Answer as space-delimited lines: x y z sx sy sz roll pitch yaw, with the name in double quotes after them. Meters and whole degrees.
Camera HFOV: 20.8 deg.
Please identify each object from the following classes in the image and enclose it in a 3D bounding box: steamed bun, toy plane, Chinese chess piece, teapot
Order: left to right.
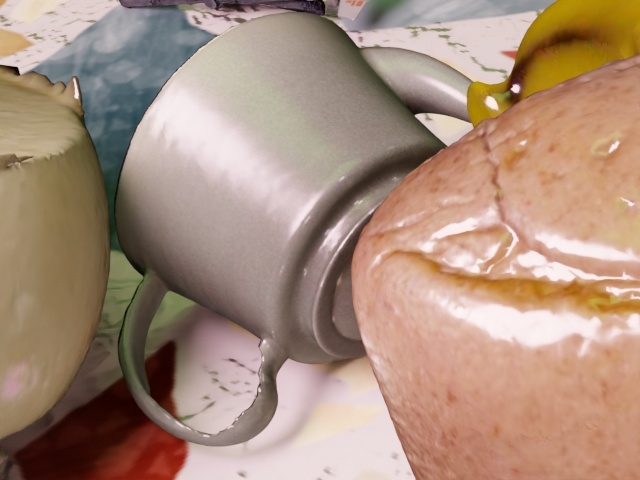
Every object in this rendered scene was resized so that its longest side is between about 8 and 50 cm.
-0.272 -0.010 0.814 0.349 0.146 0.349 6 15 -2 "Chinese chess piece"
-0.041 -0.180 1.168 0.197 0.053 0.078 11 50 28 "toy plane"
0.000 0.000 0.851 0.239 0.162 0.149 -45 57 -10 "teapot"
0.179 0.064 0.643 0.301 0.252 0.199 -15 47 0 "steamed bun"

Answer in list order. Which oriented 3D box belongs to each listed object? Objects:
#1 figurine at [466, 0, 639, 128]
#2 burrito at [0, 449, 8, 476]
0.237 -0.107 0.792 0.326 0.169 0.218 -43 22 -15 "figurine"
-0.167 0.177 0.710 0.096 0.066 0.309 -13 35 -2 "burrito"
